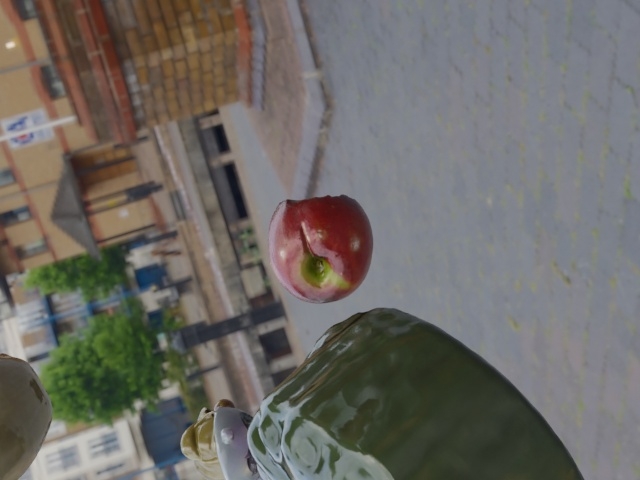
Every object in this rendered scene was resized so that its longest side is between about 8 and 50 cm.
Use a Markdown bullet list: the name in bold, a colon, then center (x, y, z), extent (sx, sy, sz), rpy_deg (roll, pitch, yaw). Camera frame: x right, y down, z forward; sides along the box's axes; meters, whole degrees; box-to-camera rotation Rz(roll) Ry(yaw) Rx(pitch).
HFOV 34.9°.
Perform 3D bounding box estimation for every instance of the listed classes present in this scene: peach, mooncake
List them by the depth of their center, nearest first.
- **mooncake**: center (0.092, 0.252, 1.017), extent (0.356, 0.194, 0.356), rpy_deg (41, 156, 23)
- **peach**: center (0.000, 0.000, 1.736), extent (0.196, 0.190, 0.226), rpy_deg (37, -159, -15)

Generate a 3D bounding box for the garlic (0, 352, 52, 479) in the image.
- **garlic**: center (-0.431, 0.171, 0.973), extent (0.286, 0.313, 0.249), rpy_deg (54, 160, 20)

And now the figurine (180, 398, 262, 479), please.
- **figurine**: center (-0.120, 0.383, 1.765), extent (0.274, 0.133, 0.194), rpy_deg (47, -148, -34)
